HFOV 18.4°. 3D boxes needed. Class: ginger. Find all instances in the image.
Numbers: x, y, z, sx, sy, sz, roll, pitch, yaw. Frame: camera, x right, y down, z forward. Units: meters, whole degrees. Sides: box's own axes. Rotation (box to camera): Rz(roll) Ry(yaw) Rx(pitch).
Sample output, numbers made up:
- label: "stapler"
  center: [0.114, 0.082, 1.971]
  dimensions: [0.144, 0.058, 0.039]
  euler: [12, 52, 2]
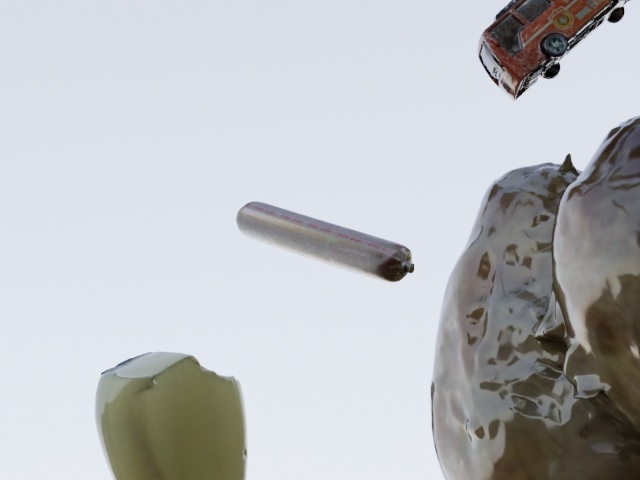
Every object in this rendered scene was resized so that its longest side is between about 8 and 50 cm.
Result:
- label: "ginger"
  center: [0.164, 0.050, 0.989]
  dimensions: [0.155, 0.244, 0.304]
  euler: [5, -25, -18]

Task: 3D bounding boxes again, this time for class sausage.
- label: "sausage"
  center: [0.000, 0.000, 0.696]
  dimensions: [0.015, 0.100, 0.015]
  euler: [-10, -73, -36]

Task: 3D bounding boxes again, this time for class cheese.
- label: "cheese"
  center: [-0.090, 0.201, 1.450]
  dimensions: [0.050, 0.255, 0.127]
  euler: [-3, 16, 42]

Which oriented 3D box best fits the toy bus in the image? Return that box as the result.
- label: "toy bus"
  center: [0.130, -0.122, 1.046]
  dimensions: [0.110, 0.043, 0.031]
  euler: [-41, -13, -17]
